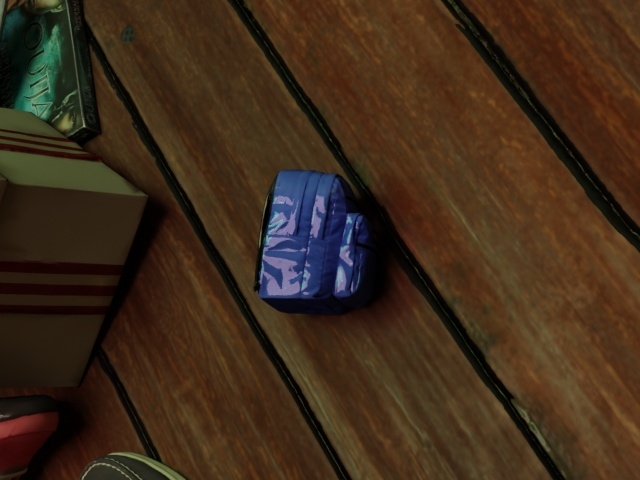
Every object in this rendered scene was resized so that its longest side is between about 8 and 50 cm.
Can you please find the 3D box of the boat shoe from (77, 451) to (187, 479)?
[{"bbox_3d":[-0.142,0.287,1.432,0.103,0.092,0.285,-54,53,14],"label":"boat shoe"}]

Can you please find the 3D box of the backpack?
[{"bbox_3d":[0.000,0.000,1.402,0.101,0.098,0.120,2,78,9],"label":"backpack"}]

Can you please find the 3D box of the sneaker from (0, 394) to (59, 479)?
[{"bbox_3d":[-0.350,0.260,1.610,0.314,0.116,0.136,-38,68,32],"label":"sneaker"}]

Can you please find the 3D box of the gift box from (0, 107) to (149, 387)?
[{"bbox_3d":[-0.355,0.020,1.548,0.255,0.258,0.276,28,104,40],"label":"gift box"}]

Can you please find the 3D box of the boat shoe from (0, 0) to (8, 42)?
[{"bbox_3d":[-0.404,-0.134,1.711,0.109,0.094,0.302,-120,44,-77],"label":"boat shoe"}]

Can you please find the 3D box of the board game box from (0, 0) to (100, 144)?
[{"bbox_3d":[-0.298,-0.174,1.722,0.126,0.026,0.186,-26,63,31],"label":"board game box"}]
